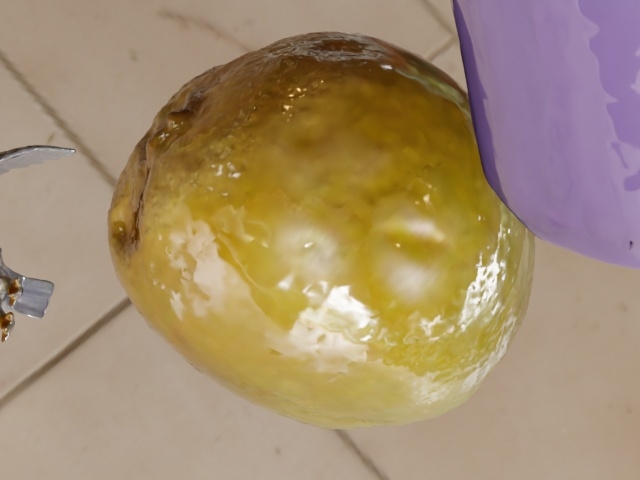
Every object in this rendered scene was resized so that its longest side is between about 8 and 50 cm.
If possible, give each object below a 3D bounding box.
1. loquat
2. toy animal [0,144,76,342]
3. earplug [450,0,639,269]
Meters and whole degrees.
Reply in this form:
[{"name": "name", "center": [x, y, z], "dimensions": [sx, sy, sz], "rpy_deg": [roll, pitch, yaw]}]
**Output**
[{"name": "loquat", "center": [0.000, 0.000, 1.025], "dimensions": [0.284, 0.276, 0.276], "rpy_deg": [52, 48, -21]}, {"name": "toy animal", "center": [-0.083, 0.013, 0.350], "dimensions": [0.028, 0.050, 0.084], "rpy_deg": [20, 86, 6]}, {"name": "earplug", "center": [0.109, -0.224, 0.469], "dimensions": [0.215, 0.215, 0.456], "rpy_deg": [-51, 135, -39]}]
